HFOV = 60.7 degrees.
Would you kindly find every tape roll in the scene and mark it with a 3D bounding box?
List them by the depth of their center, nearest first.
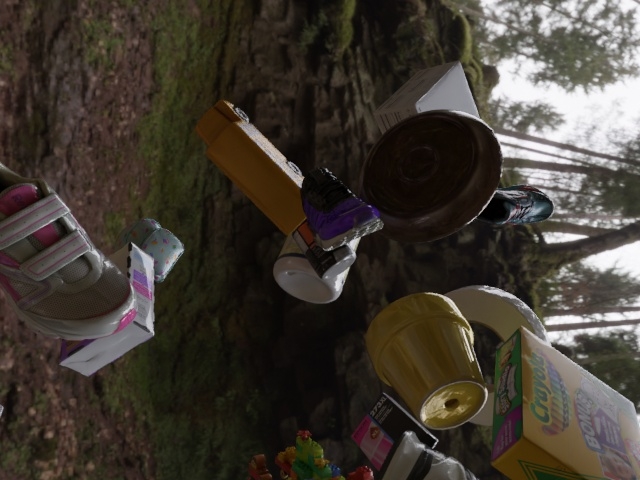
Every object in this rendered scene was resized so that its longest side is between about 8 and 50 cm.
[{"bbox_3d":[0.451,0.322,1.539,0.391,0.072,0.392,7,-79,40],"label":"tape roll"}]

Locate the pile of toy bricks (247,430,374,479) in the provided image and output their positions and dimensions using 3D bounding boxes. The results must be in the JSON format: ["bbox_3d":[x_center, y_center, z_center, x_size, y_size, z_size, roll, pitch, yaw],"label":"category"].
[{"bbox_3d":[-0.018,0.317,0.752,0.212,0.118,0.105,9,-84,55],"label":"pile of toy bricks"}]

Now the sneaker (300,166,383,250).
[{"bbox_3d":[0.017,-0.068,1.023,0.146,0.102,0.293,69,-13,-6],"label":"sneaker"}]

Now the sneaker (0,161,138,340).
[{"bbox_3d":[-0.295,0.004,0.557,0.252,0.103,0.111,34,-44,4],"label":"sneaker"}]

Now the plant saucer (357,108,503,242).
[{"bbox_3d":[0.204,-0.144,1.102,0.310,0.050,0.311,-15,-121,27],"label":"plant saucer"}]

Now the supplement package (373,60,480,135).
[{"bbox_3d":[0.307,-0.343,1.538,0.145,0.262,0.204,2,-51,47],"label":"supplement package"}]

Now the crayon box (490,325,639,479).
[{"bbox_3d":[0.511,0.388,1.119,0.313,0.363,0.106,36,-60,1],"label":"crayon box"}]

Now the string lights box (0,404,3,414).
[{"bbox_3d":[-0.436,0.277,0.546,0.259,0.076,0.133,-44,-150,18],"label":"string lights box"}]

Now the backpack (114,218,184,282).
[{"bbox_3d":[-0.541,0.026,1.727,0.144,0.188,0.166,-14,-142,50],"label":"backpack"}]

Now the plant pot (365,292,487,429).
[{"bbox_3d":[0.257,0.290,1.264,0.239,0.253,0.254,-112,-141,-53],"label":"plant pot"}]

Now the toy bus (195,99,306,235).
[{"bbox_3d":[-0.149,-0.171,1.263,0.333,0.130,0.108,45,-72,-4],"label":"toy bus"}]

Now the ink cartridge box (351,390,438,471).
[{"bbox_3d":[0.201,0.586,1.667,0.176,0.069,0.371,-53,-164,-6],"label":"ink cartridge box"}]

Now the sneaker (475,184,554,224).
[{"bbox_3d":[0.438,-0.070,1.298,0.125,0.261,0.104,-96,-167,-62],"label":"sneaker"}]

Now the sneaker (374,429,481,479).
[{"bbox_3d":[0.145,0.490,0.754,0.257,0.447,0.169,23,-49,21],"label":"sneaker"}]

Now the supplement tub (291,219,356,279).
[{"bbox_3d":[0.000,0.000,1.459,0.190,0.117,0.117,56,-46,19],"label":"supplement tub"}]

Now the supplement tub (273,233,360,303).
[{"bbox_3d":[0.001,0.019,1.824,0.235,0.235,0.325,-29,-147,51],"label":"supplement tub"}]

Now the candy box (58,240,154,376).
[{"bbox_3d":[-0.393,0.124,1.020,0.164,0.070,0.196,-32,-136,14],"label":"candy box"}]
